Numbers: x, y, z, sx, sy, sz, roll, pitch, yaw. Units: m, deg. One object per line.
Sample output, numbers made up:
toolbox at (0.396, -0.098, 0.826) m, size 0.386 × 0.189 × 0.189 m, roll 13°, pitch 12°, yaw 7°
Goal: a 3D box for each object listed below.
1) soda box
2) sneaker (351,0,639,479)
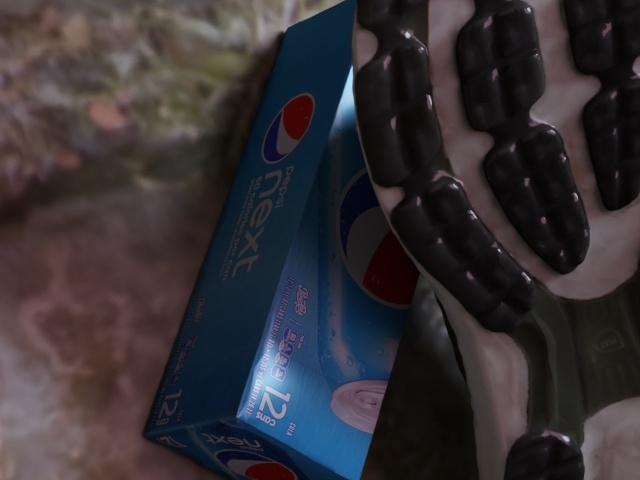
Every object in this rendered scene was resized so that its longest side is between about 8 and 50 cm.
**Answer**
soda box at (0.000, 0.000, 0.770) m, size 0.067 × 0.071 × 0.210 m, roll 31°, pitch 62°, yaw -28°
sneaker at (0.095, -0.027, 0.757) m, size 0.158 × 0.182 × 0.410 m, roll -12°, pitch 118°, yaw -1°
